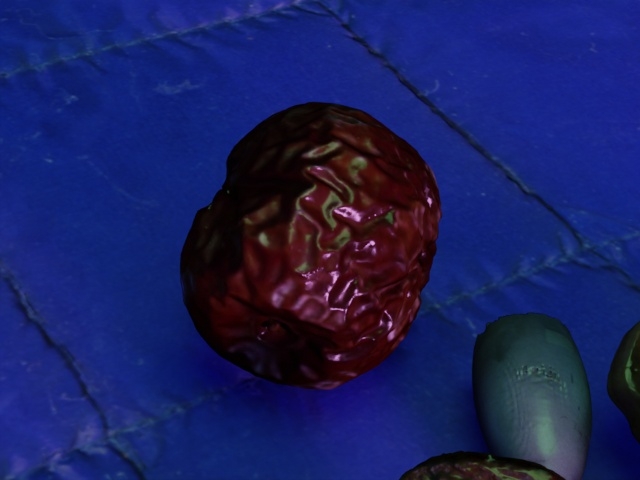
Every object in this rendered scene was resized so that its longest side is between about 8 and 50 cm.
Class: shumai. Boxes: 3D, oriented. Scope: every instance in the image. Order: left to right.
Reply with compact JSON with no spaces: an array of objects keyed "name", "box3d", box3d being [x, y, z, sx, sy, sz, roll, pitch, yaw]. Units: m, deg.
[{"name":"shumai","box3d":[0.113,0.203,0.958,0.105,0.139,0.123,23,57,-51]}]

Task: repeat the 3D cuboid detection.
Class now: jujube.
[{"name":"jujube","box3d":[0.000,0.000,1.187,0.213,0.213,0.232,13,47,5]}]

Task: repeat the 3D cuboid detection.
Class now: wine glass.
[{"name":"wine glass","box3d":[0.225,0.137,1.048,0.096,0.264,0.309,34,32,-24]}]

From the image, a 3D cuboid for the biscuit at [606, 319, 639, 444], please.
[{"name":"biscuit","box3d":[0.380,0.160,1.161,0.320,0.047,0.183,9,63,-13]}]
